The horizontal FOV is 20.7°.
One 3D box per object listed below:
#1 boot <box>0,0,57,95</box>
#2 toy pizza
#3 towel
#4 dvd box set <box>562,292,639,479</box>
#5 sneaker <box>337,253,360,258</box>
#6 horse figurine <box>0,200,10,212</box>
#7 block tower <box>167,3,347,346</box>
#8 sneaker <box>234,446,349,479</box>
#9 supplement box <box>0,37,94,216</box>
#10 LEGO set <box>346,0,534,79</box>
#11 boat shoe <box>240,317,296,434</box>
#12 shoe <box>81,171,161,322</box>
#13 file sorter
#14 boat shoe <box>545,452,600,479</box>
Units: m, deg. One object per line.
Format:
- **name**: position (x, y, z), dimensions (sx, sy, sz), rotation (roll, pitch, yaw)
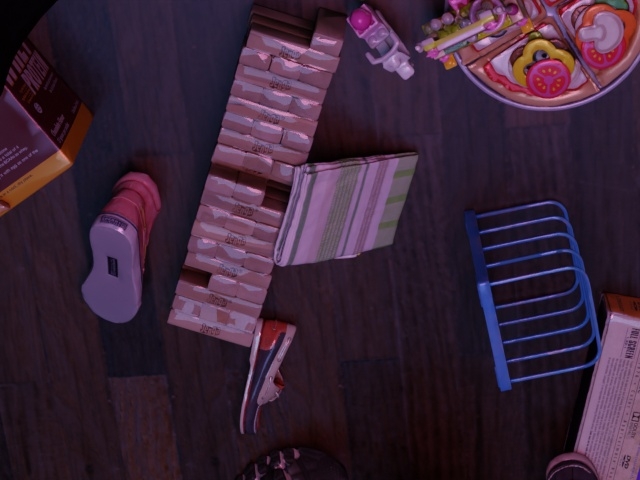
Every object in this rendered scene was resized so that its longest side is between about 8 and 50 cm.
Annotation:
- **boot**: position (-0.204, -0.245, 1.527), dimensions (0.260, 0.348, 0.131), rotation (6, 154, 2)
- **toy pizza**: position (0.218, -0.214, 1.666), dimensions (0.201, 0.032, 0.201), rotation (1, 115, 3)
- **towel**: position (0.024, -0.033, 1.717), dimensions (0.152, 0.023, 0.113), rotation (-10, 129, -41)
- **dvd box set**: position (0.471, 0.228, 1.844), dimensions (0.420, 0.062, 0.308), rotation (8, 115, -1)
- **sneaker**: position (0.000, 0.000, 1.782), dimensions (0.083, 0.031, 0.035), rotation (-2, 101, -1)
- **horse figurine**: position (-0.407, -0.074, 1.603), dimensions (0.174, 0.066, 0.263), rotation (-22, 115, 6)
- **block tower**: position (-0.065, -0.068, 1.717), dimensions (0.097, 0.091, 0.335), rotation (17, 114, -6)
- **sneaker**: position (-0.053, 0.358, 1.913), dimensions (0.147, 0.130, 0.330), rotation (24, 121, -20)
- **supplement box**: position (-0.359, -0.119, 1.687), dimensions (0.191, 0.129, 0.194), rotation (-33, 110, 17)
- **LEGO set**: position (0.152, -0.252, 1.584), dimensions (0.132, 0.107, 0.287), rotation (45, 108, 7)
- **boat shoe**: position (-0.058, 0.145, 1.842), dimensions (0.043, 0.049, 0.137), rotation (10, 110, -4)
- **shoe**: position (-0.197, 0.008, 1.777), dimensions (0.063, 0.081, 0.178), rotation (20, 145, 6)
- **file sorter**: position (0.207, 0.047, 1.714), dimensions (0.104, 0.170, 0.118), rotation (-12, 114, 6)
- **boat shoe**: position (0.290, 0.318, 1.826), dimensions (0.075, 0.065, 0.206), rotation (-23, 112, 14)
